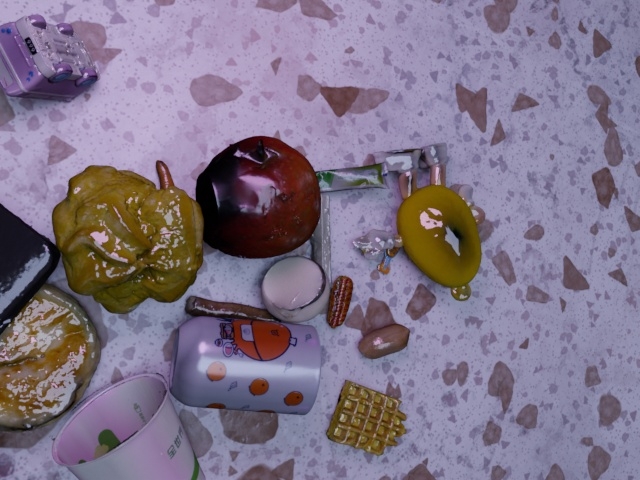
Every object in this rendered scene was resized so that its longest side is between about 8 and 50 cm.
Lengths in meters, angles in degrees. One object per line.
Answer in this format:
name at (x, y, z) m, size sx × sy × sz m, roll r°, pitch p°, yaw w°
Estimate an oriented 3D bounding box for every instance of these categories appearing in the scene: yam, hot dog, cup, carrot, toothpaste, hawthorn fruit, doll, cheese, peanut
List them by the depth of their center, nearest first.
cup at (-0.383, 0.463, 1.165) m, size 0.253 × 0.253 × 0.274 m, roll -31°, pitch 113°, yaw -18°
hawthorn fruit at (-0.148, -0.091, 1.268) m, size 0.316 × 0.316 × 0.316 m, roll 1°, pitch 87°, yaw -19°
cup at (-0.181, 0.290, 1.271) m, size 0.317 × 0.212 × 0.212 m, roll 8°, pitch 85°, yaw -18°
carrot at (-0.366, -0.102, 1.312) m, size 0.047 × 0.047 × 0.191 m, roll -10°, pitch 90°, yaw -20°
yam at (-0.213, 0.180, 1.346) m, size 0.241 × 0.057 × 0.057 m, roll 13°, pitch 83°, yaw -17°
toothpaste at (0.058, -0.161, 1.436) m, size 0.248 × 0.047 × 0.078 m, roll -6°, pitch 81°, yaw -3°
hot dog at (0.051, 0.164, 1.449) m, size 0.062 × 0.038 × 0.144 m, roll 16°, pitch 82°, yaw -18°
peanut at (0.173, 0.272, 1.469) m, size 0.152 × 0.076 × 0.076 m, roll -18°, pitch 93°, yaw -15°
doll at (0.282, -0.074, 1.483) m, size 0.348 × 0.161 × 0.423 m, roll 14°, pitch 80°, yaw -1°
cheese at (0.192, 0.039, 1.517) m, size 0.047 × 0.017 × 0.111 m, roll 25°, pitch 80°, yaw -14°

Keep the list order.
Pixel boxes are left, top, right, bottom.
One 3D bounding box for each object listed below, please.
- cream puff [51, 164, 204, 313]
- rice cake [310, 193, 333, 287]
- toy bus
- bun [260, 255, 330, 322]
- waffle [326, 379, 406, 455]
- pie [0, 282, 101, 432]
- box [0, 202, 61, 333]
cream puff at (-0.395, -0.007, 1.149) m, size 0.270 × 0.274 × 0.323 m, roll -6°, pitch 95°, yaw 23°
rice cake at (0.000, 0.000, 1.434) m, size 0.057 × 0.052 × 0.256 m, roll -2°, pitch 87°, yaw 11°
toy bus at (-0.590, -0.384, 1.171) m, size 0.142 × 0.202 × 0.142 m, roll -26°, pitch 96°, yaw 13°
bun at (-0.059, 0.130, 1.365) m, size 0.173 × 0.120 × 0.173 m, roll -4°, pitch 54°, yaw 6°
waffle at (0.137, 0.483, 1.455) m, size 0.211 × 0.055 × 0.160 m, roll 26°, pitch 78°, yaw -18°
pie at (-0.652, 0.242, 1.178) m, size 0.339 × 0.077 × 0.339 m, roll 3°, pitch 80°, yaw -16°
box at (-0.764, 0.055, 1.102) m, size 0.359 × 0.091 × 0.350 m, roll 37°, pitch 77°, yaw 4°
